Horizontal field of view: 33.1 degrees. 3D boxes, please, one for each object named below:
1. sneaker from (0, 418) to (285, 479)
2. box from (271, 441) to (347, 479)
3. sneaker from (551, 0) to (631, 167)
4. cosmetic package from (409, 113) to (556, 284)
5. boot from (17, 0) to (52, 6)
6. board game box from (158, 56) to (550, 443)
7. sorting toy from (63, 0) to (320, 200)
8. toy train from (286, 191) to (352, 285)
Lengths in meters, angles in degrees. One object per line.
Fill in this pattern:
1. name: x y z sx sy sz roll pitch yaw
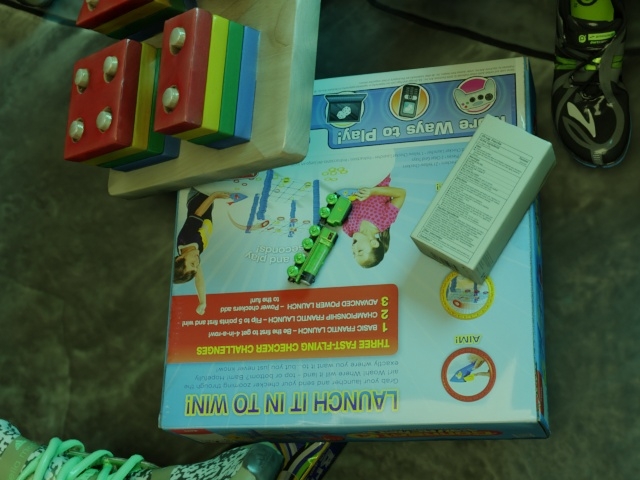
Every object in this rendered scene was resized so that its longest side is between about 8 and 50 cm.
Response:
1. sneaker: -0.214 0.226 0.888 0.410 0.158 0.182 -27 102 29
2. box: -0.042 0.217 0.955 0.054 0.059 0.169 37 96 21
3. sneaker: 0.224 -0.154 0.903 0.067 0.078 0.188 -2 85 17
4. cosmetic package: 0.125 -0.031 0.821 0.060 0.041 0.115 31 83 25
5. boot: -0.195 -0.322 1.048 0.161 0.083 0.246 26 94 12
6. board game box: 0.031 0.013 0.907 0.308 0.086 0.302 -3 71 16
7. sorting toy: -0.116 -0.179 0.886 0.257 0.089 0.255 -8 74 49
8. toy train: 0.000 0.000 0.864 0.023 0.017 0.083 26 80 13
